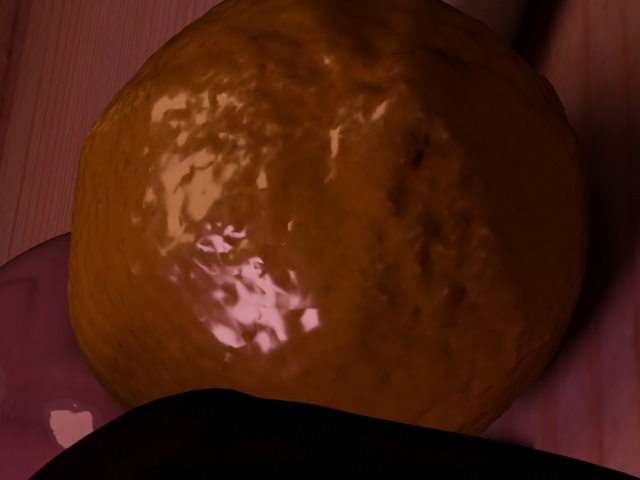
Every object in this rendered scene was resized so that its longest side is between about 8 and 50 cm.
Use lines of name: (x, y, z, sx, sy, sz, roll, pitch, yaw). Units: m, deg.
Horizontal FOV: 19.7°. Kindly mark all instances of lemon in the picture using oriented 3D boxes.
lemon: (0.000, 0.000, 0.731, 0.260, 0.204, 0.204, 134, 147, -64)

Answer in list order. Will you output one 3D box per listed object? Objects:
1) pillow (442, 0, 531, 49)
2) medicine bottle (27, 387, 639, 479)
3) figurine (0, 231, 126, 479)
pillow: (0.050, -0.101, 0.884, 0.144, 0.078, 0.254, -89, 19, -68)
medicine bottle: (-0.062, 0.137, 0.383, 0.242, 0.395, 0.242, -36, 45, 48)
figurine: (-0.112, 0.098, 0.948, 0.261, 0.269, 0.211, -8, 41, 31)
